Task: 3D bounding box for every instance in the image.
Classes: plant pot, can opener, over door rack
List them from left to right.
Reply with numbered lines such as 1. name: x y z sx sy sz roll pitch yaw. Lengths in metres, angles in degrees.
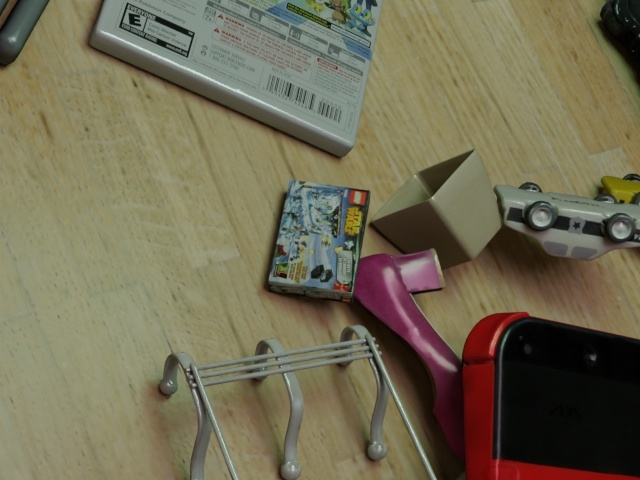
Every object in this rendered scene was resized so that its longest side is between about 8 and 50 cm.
1. can opener: -0.306 -0.318 1.522 0.074 0.093 0.280 30 59 -15
2. over door rack: 0.003 0.237 1.378 0.240 0.108 0.324 -7 49 -32
3. plant pot: 0.146 -0.027 1.622 0.096 0.109 0.109 53 51 -13

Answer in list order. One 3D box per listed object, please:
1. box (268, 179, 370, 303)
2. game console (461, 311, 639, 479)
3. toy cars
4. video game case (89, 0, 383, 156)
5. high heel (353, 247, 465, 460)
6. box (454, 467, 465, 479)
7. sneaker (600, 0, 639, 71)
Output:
1. box: 0.000 0.000 1.544 0.094 0.027 0.137 8 59 5
2. game console: 0.311 0.264 1.533 0.387 0.060 0.341 13 72 -33
3. toy cars: 0.374 -0.018 1.726 0.394 0.176 0.087 -6 112 -41
4. video game case: -0.085 -0.285 1.661 0.329 0.036 0.299 23 57 -17
5. high heel: 0.097 0.131 1.540 0.117 0.082 0.244 -12 84 -4
6. box: 0.206 0.251 1.532 0.067 0.063 0.324 48 52 0
7. sneaker: 0.450 -0.283 1.942 0.124 0.107 0.283 5 59 -11
